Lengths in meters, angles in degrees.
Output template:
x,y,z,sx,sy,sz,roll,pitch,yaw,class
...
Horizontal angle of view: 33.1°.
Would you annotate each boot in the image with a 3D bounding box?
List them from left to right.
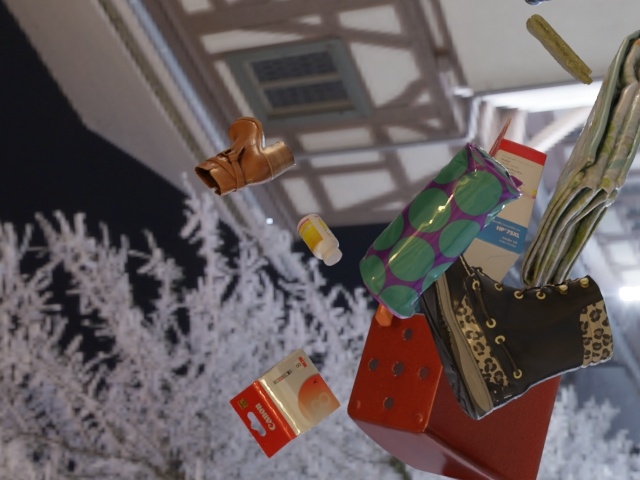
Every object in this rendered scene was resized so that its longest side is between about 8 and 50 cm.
x,y,z,sx,sy,sz,roll,pitch,yaw,class
-0.157,-0.149,1.902,0.152,0.197,0.073,-26,-56,-23,boot
0.202,0.055,1.161,0.085,0.178,0.237,176,77,-80,boot

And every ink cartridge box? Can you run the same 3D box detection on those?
x,y,z,sx,sy,sz,roll,pitch,yaw,class
-0.069,0.321,2.139,0.179,0.045,0.145,-36,-87,-26,ink cartridge box
0.280,-0.060,1.660,0.134,0.078,0.231,110,180,-63,ink cartridge box

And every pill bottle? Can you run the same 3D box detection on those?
x,y,z,sx,sy,sz,roll,pitch,yaw,class
0.000,0.000,1.695,0.083,0.043,0.043,54,-174,33,pill bottle

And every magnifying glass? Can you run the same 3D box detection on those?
x,y,z,sx,sy,sz,roll,pitch,yaw,class
0.130,0.053,1.769,0.092,0.026,0.231,53,-142,-24,magnifying glass

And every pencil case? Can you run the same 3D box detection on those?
x,y,z,sx,sy,sz,roll,pitch,yaw,class
0.100,-0.008,0.910,0.070,0.152,0.064,31,-164,-42,pencil case

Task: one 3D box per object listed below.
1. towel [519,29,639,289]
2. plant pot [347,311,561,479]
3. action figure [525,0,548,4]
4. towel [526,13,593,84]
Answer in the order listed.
x,y,z,sx,sy,sz,roll,pitch,yaw,class
0.449,-0.125,1.783,0.374,0.090,0.321,-59,-9,-36,towel
0.200,0.238,1.747,0.235,0.267,0.267,26,-105,-38,plant pot
0.317,-0.384,1.052,0.330,0.341,0.179,8,-117,-64,action figure
0.396,-0.315,1.784,0.148,0.027,0.110,48,-170,-1,towel
